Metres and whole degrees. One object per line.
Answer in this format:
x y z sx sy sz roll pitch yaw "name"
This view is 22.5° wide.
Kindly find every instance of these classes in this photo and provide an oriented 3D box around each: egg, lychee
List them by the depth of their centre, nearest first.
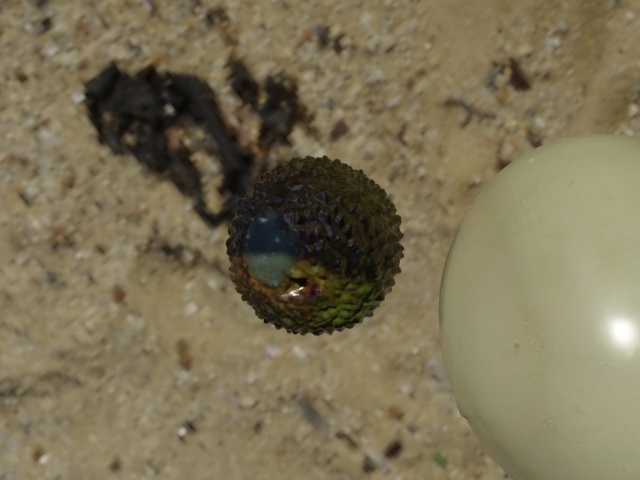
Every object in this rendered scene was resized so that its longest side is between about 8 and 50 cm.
0.183 0.056 0.992 0.219 0.269 0.219 -4 138 -4 "egg"
0.000 0.000 1.392 0.171 0.171 0.171 25 136 27 "lychee"
